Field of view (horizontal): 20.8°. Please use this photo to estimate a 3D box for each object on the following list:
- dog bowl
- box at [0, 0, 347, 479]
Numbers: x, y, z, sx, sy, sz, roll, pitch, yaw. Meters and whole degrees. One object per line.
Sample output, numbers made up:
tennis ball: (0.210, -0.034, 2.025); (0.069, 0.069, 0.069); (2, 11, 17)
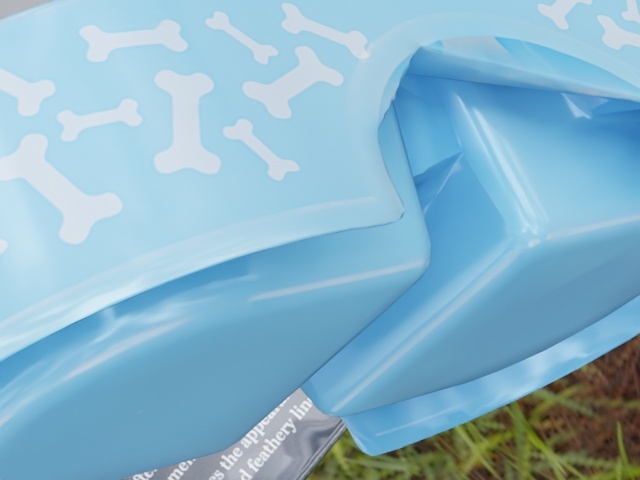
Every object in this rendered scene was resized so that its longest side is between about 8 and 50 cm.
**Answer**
dog bowl: (0.000, 0.000, 0.436); (0.166, 0.297, 0.074); (-45, 64, 44)
box: (-0.139, -0.012, 1.072); (0.395, 0.212, 0.293); (41, 86, -1)
